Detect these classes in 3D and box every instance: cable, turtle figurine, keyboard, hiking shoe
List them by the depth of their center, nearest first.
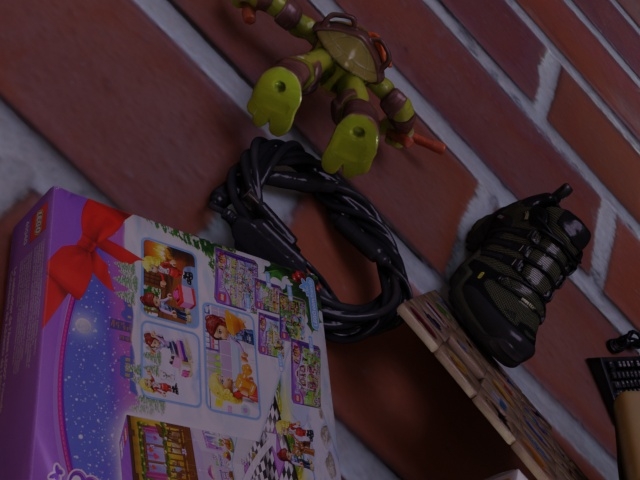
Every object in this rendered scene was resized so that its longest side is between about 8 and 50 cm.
[{"bbox_3d":[0.000,0.000,0.683,0.184,0.047,0.150,41,34,-8],"label":"cable"},{"bbox_3d":[0.025,-0.141,0.754,0.269,0.087,0.217,42,29,-17],"label":"turtle figurine"},{"bbox_3d":[0.186,0.018,0.786,0.086,0.114,0.226,40,32,-14],"label":"hiking shoe"},{"bbox_3d":[0.355,0.148,0.950,0.180,0.023,0.108,7,57,-44],"label":"keyboard"}]

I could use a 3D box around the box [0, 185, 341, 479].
[{"bbox_3d":[-0.079,0.129,0.482,0.201,0.057,0.293,22,48,-36],"label":"box"}]

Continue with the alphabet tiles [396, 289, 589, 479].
[{"bbox_3d":[0.151,0.135,0.664,0.237,0.009,0.198,51,11,10],"label":"alphabet tiles"}]

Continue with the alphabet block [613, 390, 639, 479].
[{"bbox_3d":[0.324,0.232,0.630,0.197,0.193,0.193,-43,128,-69],"label":"alphabet block"}]

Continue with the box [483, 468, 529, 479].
[{"bbox_3d":[0.101,0.262,0.528,0.114,0.103,0.203,45,38,-11],"label":"box"}]
